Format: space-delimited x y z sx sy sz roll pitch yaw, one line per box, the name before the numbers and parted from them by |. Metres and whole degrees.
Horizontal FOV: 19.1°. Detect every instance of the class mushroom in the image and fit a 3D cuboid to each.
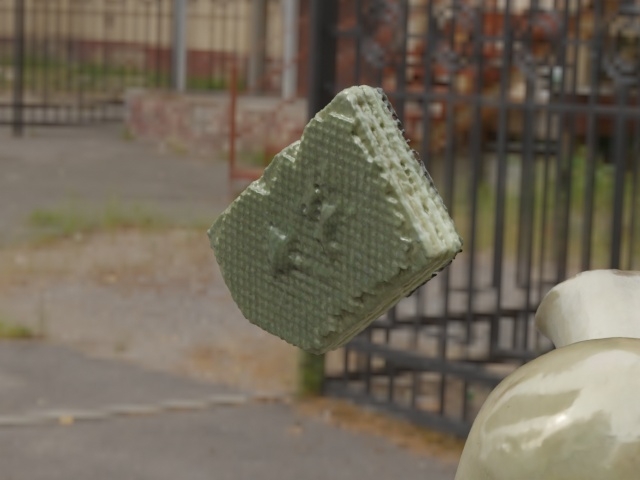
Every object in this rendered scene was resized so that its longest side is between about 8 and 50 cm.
mushroom | 0.245 0.155 1.521 0.314 0.314 0.336 1 45 -7

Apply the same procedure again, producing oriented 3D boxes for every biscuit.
biscuit | 0.000 0.000 1.467 0.052 0.150 0.252 -17 -15 -36
